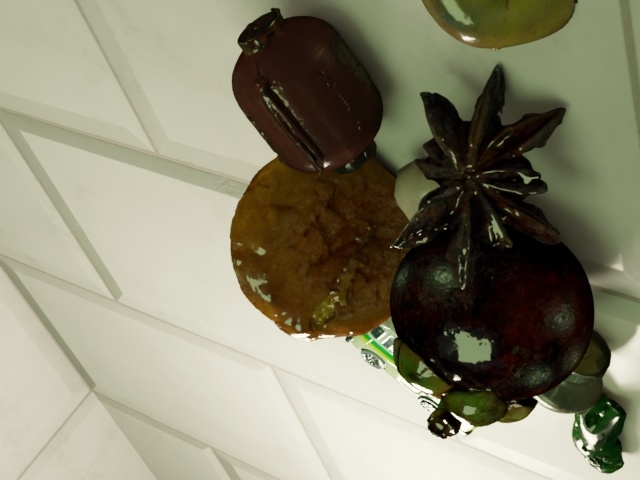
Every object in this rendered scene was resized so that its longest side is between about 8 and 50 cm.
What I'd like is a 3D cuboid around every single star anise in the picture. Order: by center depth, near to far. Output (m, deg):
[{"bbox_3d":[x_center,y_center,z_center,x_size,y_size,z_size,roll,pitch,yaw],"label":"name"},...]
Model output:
[{"bbox_3d":[0.199,-0.082,1.527,0.212,0.129,0.282,6,99,24],"label":"star anise"}]

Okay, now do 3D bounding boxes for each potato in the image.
[{"bbox_3d":[0.176,-0.280,1.345,0.182,0.117,0.202,0,134,47],"label":"potato"}]

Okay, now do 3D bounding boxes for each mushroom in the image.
[{"bbox_3d":[0.180,-0.079,1.671,0.212,0.097,0.088,-10,143,46],"label":"mushroom"}]

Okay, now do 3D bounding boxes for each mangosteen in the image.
[{"bbox_3d":[0.236,0.115,1.682,0.300,0.300,0.300,29,152,17],"label":"mangosteen"}]

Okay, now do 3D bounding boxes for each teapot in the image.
[{"bbox_3d":[0.371,0.184,1.851,0.165,0.130,0.119,60,148,29],"label":"teapot"}]

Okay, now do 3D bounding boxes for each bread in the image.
[{"bbox_3d":[0.003,0.005,1.836,0.312,0.312,0.172,46,169,-16],"label":"bread"}]

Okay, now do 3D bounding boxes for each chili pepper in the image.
[{"bbox_3d":[0.462,0.315,1.995,0.098,0.061,0.224,28,155,33],"label":"chili pepper"}]

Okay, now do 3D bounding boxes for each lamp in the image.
[{"bbox_3d":[-0.017,-0.192,1.644,0.180,0.180,0.258,-2,132,52],"label":"lamp"}]

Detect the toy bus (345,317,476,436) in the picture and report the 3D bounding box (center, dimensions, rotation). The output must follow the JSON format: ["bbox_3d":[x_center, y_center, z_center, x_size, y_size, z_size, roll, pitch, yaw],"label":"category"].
[{"bbox_3d":[0.199,0.194,2.040,0.276,0.133,0.165,39,154,-2],"label":"toy bus"}]
